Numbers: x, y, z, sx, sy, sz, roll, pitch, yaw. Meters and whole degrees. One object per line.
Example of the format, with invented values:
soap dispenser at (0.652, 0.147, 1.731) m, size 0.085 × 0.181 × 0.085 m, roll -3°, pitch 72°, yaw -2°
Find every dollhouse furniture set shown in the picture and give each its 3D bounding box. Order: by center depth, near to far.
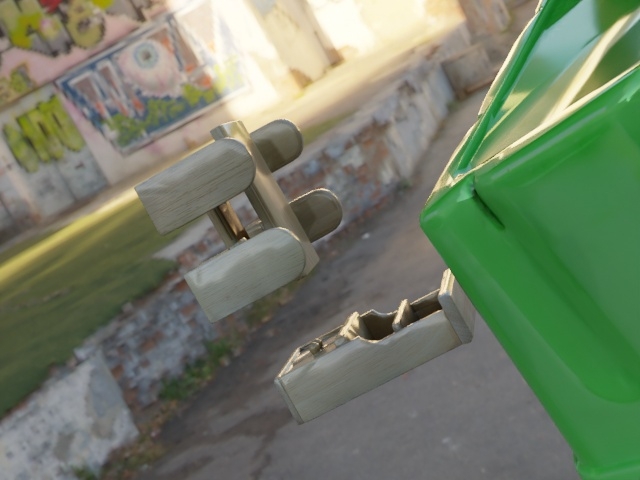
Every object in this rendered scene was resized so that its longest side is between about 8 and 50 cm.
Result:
dollhouse furniture set at (0.000, 0.000, 0.859) m, size 0.161 × 0.242 × 0.212 m, roll -28°, pitch 4°, yaw 13°

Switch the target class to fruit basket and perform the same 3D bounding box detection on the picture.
fruit basket at (0.264, -0.015, 0.487) m, size 0.392 × 0.392 × 0.283 m, roll -37°, pitch 1°, yaw -36°
